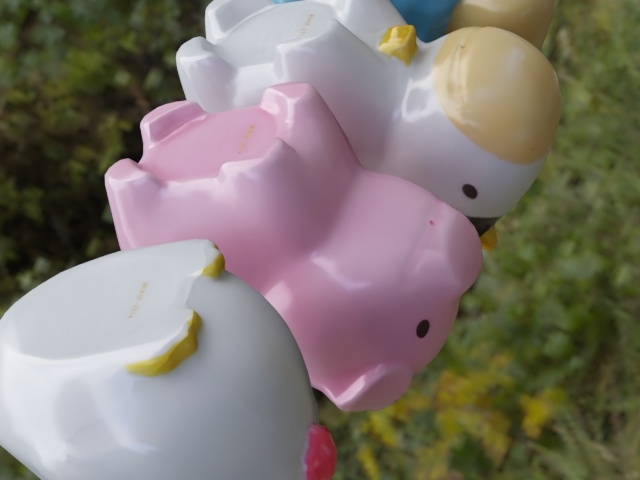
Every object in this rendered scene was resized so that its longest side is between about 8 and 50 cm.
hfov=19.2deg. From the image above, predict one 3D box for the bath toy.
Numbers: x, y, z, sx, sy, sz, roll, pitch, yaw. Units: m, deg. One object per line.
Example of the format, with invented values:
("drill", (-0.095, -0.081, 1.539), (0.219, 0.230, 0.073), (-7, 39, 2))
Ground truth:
("bath toy", (0.000, 0.000, 0.715), (0.151, 0.129, 0.348), (-3, 32, 25))
